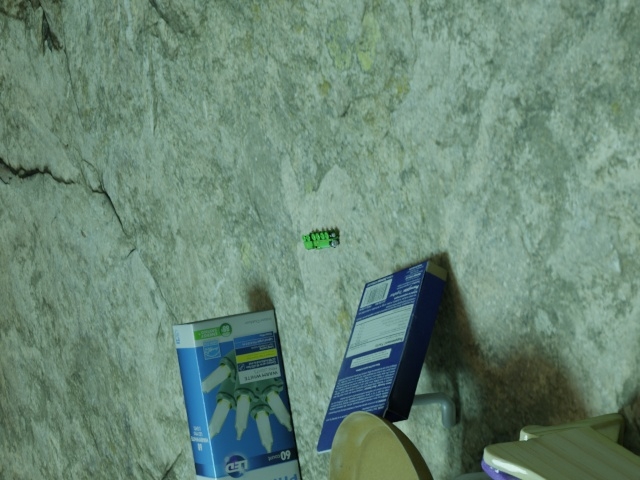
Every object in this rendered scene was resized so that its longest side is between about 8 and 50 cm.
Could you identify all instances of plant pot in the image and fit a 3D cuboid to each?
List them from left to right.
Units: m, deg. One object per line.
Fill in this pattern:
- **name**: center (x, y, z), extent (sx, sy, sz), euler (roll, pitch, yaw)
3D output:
- **plant pot**: center (0.074, 0.294, 1.612), extent (0.236, 0.032, 0.236), euler (172, 90, -66)

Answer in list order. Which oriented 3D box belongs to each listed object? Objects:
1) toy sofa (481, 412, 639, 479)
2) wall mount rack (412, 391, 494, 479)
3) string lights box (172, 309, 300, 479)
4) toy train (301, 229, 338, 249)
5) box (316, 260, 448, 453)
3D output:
- **toy sofa**: center (0.298, 0.294, 1.360), extent (0.362, 0.177, 0.150), euler (28, 122, 56)
- **wall mount rack**: center (0.134, 0.353, 1.723), extent (0.350, 0.130, 0.304), euler (-134, 45, -64)
- **string lights box**: center (-0.119, 0.237, 2.184), extent (0.076, 0.133, 0.260), euler (-10, 89, 62)
- **toy train**: center (0.000, 0.000, 2.014), extent (0.083, 0.017, 0.024), euler (-5, 103, 63)
- **box**: center (0.070, 0.141, 1.766), extent (0.136, 0.036, 0.225), euler (-23, 43, 56)
